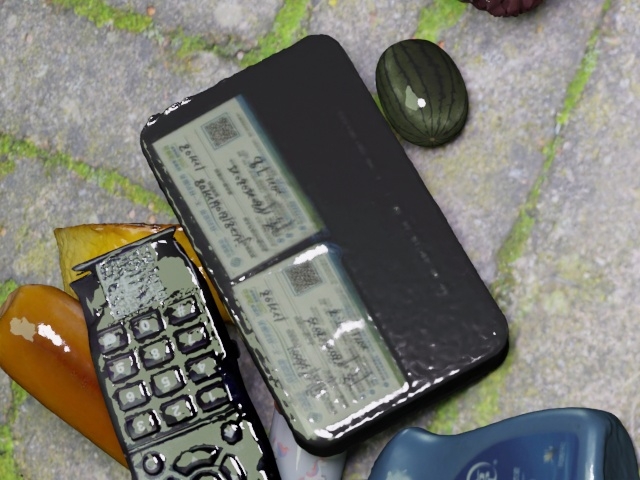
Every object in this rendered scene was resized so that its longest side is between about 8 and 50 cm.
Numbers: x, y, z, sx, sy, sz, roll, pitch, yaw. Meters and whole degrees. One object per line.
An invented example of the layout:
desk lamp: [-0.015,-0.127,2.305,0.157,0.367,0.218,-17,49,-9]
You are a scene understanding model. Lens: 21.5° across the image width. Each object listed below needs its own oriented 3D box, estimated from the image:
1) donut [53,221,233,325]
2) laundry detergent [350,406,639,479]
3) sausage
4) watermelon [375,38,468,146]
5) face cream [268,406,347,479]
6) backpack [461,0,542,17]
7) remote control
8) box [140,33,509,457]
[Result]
donut: [-0.167,0.026,1.624,0.259,0.152,0.101,2,84,35]
laundry detergent: [0.123,0.224,1.428,0.290,0.094,0.143,-11,79,32]
sausage: [-0.192,0.145,1.588,0.274,0.105,0.105,39,107,-5]
watermelon: [0.090,-0.136,1.525,0.078,0.078,0.111,-35,63,24]
face cream: [-0.008,0.167,1.538,0.075,0.075,0.229,9,87,35]
backpack: [0.101,-0.334,1.446,0.197,0.283,0.317,-23,77,4]
remote control: [-0.108,0.193,1.492,0.144,0.062,0.399,-22,82,13]
box: [0.000,0.000,1.500,0.211,0.058,0.350,-28,72,-3]
